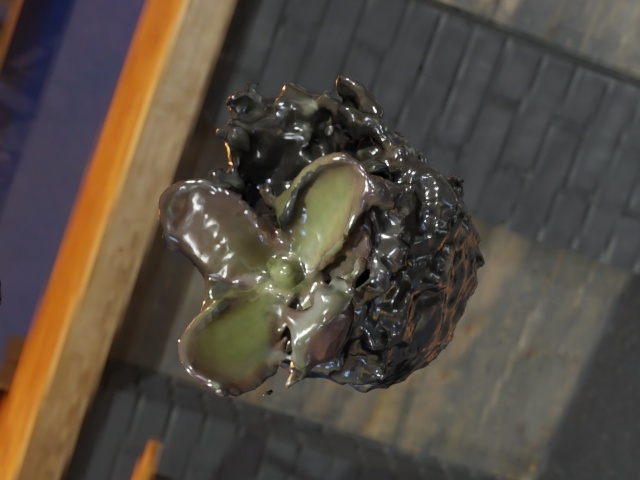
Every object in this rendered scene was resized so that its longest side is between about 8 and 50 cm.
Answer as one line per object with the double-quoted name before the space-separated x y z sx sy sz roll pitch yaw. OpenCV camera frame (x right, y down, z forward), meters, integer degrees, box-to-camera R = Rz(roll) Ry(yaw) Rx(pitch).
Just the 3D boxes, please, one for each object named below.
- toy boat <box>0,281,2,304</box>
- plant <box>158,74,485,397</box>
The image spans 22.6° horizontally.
"toy boat" -0.271 -0.059 0.880 0.129 0.142 0.309 -90 -11 -74
"plant" 0.000 0.000 1.047 0.204 0.178 0.234 -59 -29 4
